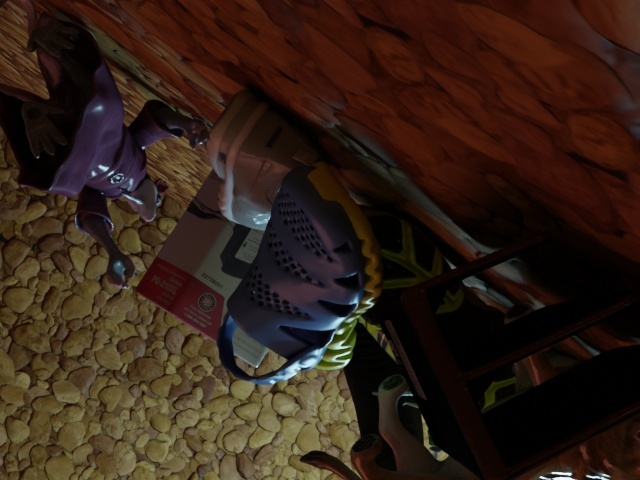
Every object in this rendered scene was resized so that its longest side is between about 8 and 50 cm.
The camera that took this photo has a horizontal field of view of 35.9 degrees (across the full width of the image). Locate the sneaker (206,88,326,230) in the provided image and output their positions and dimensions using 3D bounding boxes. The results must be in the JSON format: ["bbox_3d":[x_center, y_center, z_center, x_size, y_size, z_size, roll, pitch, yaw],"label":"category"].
[{"bbox_3d":[-0.043,-0.054,1.047,0.115,0.105,0.281,33,173,12],"label":"sneaker"}]

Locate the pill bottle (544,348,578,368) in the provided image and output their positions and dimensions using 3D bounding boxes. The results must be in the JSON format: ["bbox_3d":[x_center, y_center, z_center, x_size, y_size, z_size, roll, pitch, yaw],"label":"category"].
[{"bbox_3d":[0.287,0.182,1.268,0.087,0.087,0.160,36,173,-25],"label":"pill bottle"}]

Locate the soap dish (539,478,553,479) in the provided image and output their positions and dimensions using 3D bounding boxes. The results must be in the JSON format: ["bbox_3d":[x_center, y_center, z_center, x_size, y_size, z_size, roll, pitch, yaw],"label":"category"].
[{"bbox_3d":[0.482,0.458,1.573,0.291,0.229,0.118,22,-158,10],"label":"soap dish"}]

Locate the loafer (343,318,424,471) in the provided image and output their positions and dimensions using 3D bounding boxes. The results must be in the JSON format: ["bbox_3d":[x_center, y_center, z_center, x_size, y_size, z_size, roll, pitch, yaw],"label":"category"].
[{"bbox_3d":[0.114,0.273,1.774,0.134,0.366,0.130,-5,158,8],"label":"loafer"}]

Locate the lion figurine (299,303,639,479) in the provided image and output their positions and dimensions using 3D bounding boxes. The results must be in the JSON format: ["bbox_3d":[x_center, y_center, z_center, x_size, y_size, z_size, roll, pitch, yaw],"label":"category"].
[{"bbox_3d":[0.194,0.232,1.075,0.240,0.392,0.142,66,175,-19],"label":"lion figurine"}]

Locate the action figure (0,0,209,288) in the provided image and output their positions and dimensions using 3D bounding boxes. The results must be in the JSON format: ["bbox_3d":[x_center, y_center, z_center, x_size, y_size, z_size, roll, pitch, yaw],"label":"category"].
[{"bbox_3d":[-0.316,-0.117,1.330,0.276,0.248,0.370,33,171,17],"label":"action figure"}]

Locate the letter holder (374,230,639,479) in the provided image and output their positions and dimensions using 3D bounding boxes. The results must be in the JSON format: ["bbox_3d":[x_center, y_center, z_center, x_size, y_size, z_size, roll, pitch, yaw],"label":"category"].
[{"bbox_3d":[0.180,0.076,0.836,0.302,0.214,0.152,94,151,-84],"label":"letter holder"}]

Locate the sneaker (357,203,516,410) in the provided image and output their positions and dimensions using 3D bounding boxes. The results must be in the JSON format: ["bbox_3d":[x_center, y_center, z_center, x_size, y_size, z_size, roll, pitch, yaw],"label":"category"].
[{"bbox_3d":[0.132,0.091,1.168,0.384,0.145,0.147,54,178,-29],"label":"sneaker"}]

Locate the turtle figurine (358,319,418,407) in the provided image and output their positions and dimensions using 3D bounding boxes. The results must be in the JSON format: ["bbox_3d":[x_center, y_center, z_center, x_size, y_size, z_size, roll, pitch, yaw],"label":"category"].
[{"bbox_3d":[0.135,0.129,1.305,0.234,0.118,0.175,4,-131,-45],"label":"turtle figurine"}]

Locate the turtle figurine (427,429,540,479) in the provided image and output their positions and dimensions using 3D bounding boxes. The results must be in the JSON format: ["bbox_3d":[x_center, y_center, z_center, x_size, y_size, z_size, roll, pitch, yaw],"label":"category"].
[{"bbox_3d":[0.281,0.315,1.688,0.198,0.274,0.266,15,151,44],"label":"turtle figurine"}]

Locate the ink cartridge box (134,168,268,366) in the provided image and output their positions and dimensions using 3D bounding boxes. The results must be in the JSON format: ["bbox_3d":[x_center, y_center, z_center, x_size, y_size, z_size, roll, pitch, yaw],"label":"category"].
[{"bbox_3d":[-0.099,0.017,1.291,0.100,0.237,0.172,23,168,49],"label":"ink cartridge box"}]

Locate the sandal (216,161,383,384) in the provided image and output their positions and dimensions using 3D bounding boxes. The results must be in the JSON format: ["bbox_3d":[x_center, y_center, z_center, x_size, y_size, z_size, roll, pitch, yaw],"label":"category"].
[{"bbox_3d":[-0.028,0.052,0.963,0.126,0.138,0.317,57,156,31],"label":"sandal"}]
